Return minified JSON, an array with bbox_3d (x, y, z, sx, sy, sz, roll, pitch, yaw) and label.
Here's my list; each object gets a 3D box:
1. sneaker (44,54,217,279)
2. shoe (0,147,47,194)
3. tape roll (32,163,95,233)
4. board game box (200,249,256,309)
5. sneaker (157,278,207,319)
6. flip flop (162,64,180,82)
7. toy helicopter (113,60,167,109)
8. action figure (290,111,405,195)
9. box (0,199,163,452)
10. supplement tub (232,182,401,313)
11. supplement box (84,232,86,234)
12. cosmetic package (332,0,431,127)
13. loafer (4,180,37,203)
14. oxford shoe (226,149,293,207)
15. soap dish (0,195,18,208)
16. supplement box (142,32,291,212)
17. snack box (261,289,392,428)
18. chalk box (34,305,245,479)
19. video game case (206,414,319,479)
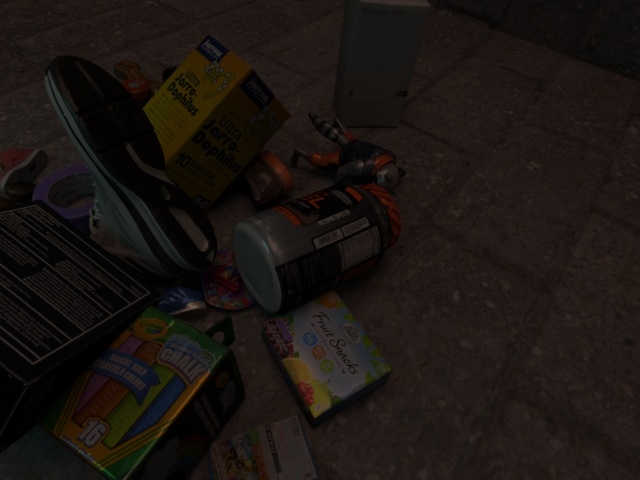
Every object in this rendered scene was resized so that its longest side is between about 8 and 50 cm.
[{"bbox_3d":[-0.422,-0.096,0.806,0.257,0.448,0.169,-19,22,22],"label":"sneaker"},{"bbox_3d":[-0.794,-0.180,1.070,0.081,0.064,0.178,5,44,0],"label":"shoe"},{"bbox_3d":[-0.579,-0.095,1.007,0.188,0.080,0.189,2,50,-3],"label":"tape roll"},{"bbox_3d":[-0.194,0.073,0.917,0.133,0.033,0.169,-3,49,-25],"label":"board game box"},{"bbox_3d":[-0.320,0.125,0.858,0.151,0.058,0.085,-10,57,-20],"label":"sneaker"},{"bbox_3d":[-0.394,-0.548,1.408,0.276,0.113,0.080,3,35,4],"label":"flip flop"},{"bbox_3d":[-0.547,-0.495,1.317,0.234,0.140,0.355,-27,55,-28],"label":"toy helicopter"},{"bbox_3d":[0.063,-0.203,1.112,0.330,0.179,0.341,33,51,32],"label":"action figure"},{"bbox_3d":[-0.473,0.111,0.644,0.296,0.183,0.294,38,19,1],"label":"box"},{"bbox_3d":[0.000,0.000,0.895,0.337,0.207,0.207,-23,56,-31],"label":"supplement tub"},{"bbox_3d":[-0.520,0.031,0.920,0.083,0.056,0.083,-1,50,-8],"label":"supplement box"},{"bbox_3d":[0.170,-0.557,1.279,0.216,0.385,0.156,-3,50,-8],"label":"cosmetic package"},{"bbox_3d":[-0.714,-0.110,0.992,0.056,0.050,0.148,14,7,-24],"label":"loafer"},{"bbox_3d":[-0.241,-0.224,1.125,0.363,0.130,0.132,39,62,24],"label":"oxford shoe"},{"bbox_3d":[-0.792,0.024,0.856,0.228,0.118,0.291,-5,52,-11],"label":"soap dish"},{"bbox_3d":[-0.283,-0.266,0.999,0.357,0.194,0.195,-47,62,4],"label":"supplement box"},{"bbox_3d":[0.007,0.221,0.807,0.174,0.070,0.207,-22,56,-22],"label":"snack box"},{"bbox_3d":[-0.249,0.243,0.682,0.179,0.180,0.289,22,50,19],"label":"chalk box"},{"bbox_3d":[-0.099,0.371,0.688,0.166,0.015,0.119,-12,39,-16],"label":"video game case"}]
